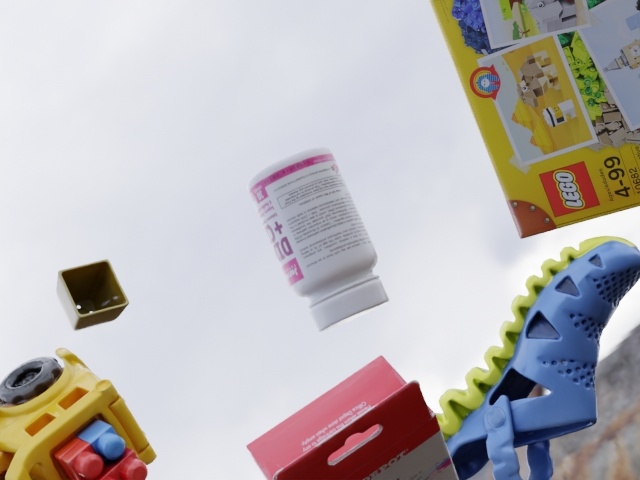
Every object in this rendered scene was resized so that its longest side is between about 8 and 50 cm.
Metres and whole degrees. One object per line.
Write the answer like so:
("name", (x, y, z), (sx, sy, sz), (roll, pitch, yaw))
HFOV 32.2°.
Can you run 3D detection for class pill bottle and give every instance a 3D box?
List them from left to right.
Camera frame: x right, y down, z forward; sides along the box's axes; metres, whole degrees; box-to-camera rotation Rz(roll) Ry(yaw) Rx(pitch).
("pill bottle", (0.000, 0.000, 1.869), (0.160, 0.283, 0.160), (-24, -7, -3))

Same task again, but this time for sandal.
("sandal", (0.232, 0.140, 1.116), (0.126, 0.138, 0.317), (15, -68, -48))

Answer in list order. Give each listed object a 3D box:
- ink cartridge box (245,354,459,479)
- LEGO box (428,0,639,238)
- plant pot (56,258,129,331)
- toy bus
("ink cartridge box", (0.031, 0.187, 0.895), (0.134, 0.078, 0.231), (-33, -43, -10))
("LEGO box", (0.373, -0.303, 1.506), (0.372, 0.500, 0.193), (-17, 12, 29))
("plant pot", (-0.340, 0.089, 1.619), (0.081, 0.081, 0.083), (-15, -25, -34))
("toy bus", (-0.284, 0.241, 1.169), (0.220, 0.211, 0.149), (-39, -60, -26))
